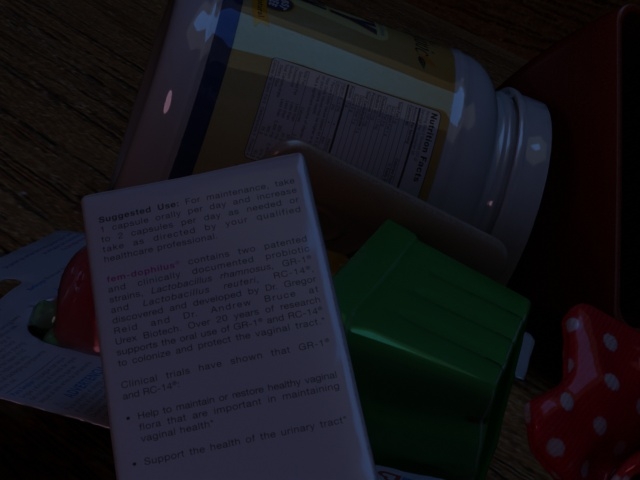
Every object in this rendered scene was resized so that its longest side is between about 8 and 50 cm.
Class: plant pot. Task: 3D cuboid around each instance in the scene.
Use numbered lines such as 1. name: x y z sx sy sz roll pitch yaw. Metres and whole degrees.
1. plant pot: 0.272 -0.034 1.406 0.267 0.267 0.236 8 -10 -35

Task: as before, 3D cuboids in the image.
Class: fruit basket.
1. fruit basket: -0.059 0.077 0.956 0.353 0.165 0.327 8 14 11

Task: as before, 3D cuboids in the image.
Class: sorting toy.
1. sorting toy: 0.000 0.000 1.113 0.193 0.038 0.208 26 -29 -24

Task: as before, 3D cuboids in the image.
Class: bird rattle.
1. bird rattle: 0.123 0.167 0.697 0.143 0.253 0.207 10 -19 30

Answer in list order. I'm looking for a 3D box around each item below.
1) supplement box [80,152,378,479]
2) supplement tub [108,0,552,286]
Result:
1. supplement box: -0.036 0.086 0.723 0.114 0.111 0.220 -13 59 -1
2. supplement tub: 0.006 -0.072 1.284 0.316 0.228 0.228 18 17 -10
